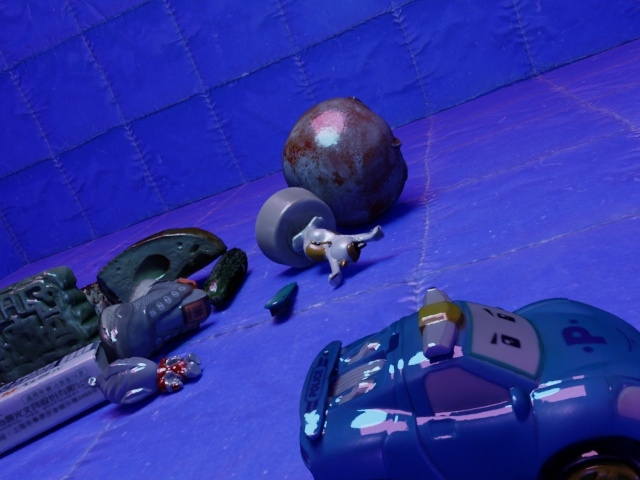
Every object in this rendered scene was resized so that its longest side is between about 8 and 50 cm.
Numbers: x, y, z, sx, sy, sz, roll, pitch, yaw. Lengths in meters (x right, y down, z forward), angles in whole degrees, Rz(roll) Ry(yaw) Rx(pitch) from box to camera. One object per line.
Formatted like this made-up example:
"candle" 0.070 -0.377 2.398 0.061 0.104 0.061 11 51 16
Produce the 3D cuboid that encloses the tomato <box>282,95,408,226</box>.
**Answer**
"tomato" 0.059 -0.186 1.429 0.283 0.316 0.317 -35 17 -10

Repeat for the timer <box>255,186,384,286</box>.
"timer" 0.000 0.000 1.202 0.175 0.175 0.266 -29 28 -23

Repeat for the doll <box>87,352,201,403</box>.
"doll" -0.282 0.219 0.947 0.180 0.079 0.094 -10 38 -3

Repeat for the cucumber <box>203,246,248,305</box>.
"cucumber" -0.216 0.085 1.323 0.074 0.074 0.241 -20 15 11

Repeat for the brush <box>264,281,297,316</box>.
"brush" -0.067 0.110 1.112 0.043 0.032 0.193 -25 2 9

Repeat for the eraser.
"eraser" -0.497 0.280 1.009 0.287 0.086 0.130 -25 13 -11

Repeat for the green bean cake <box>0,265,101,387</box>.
"green bean cake" -0.548 0.184 1.160 0.223 0.227 0.125 -25 10 -5

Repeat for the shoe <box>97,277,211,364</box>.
"shoe" -0.297 0.151 1.137 0.171 0.132 0.336 -12 12 2

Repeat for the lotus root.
"lotus root" -0.392 0.057 1.446 0.314 0.142 0.210 -32 3 -12

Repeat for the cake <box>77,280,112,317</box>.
"cake" -0.637 0.195 1.484 0.246 0.112 0.135 -23 11 10

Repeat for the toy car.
"toy car" 0.131 0.124 0.498 0.314 0.166 0.198 -17 19 18
